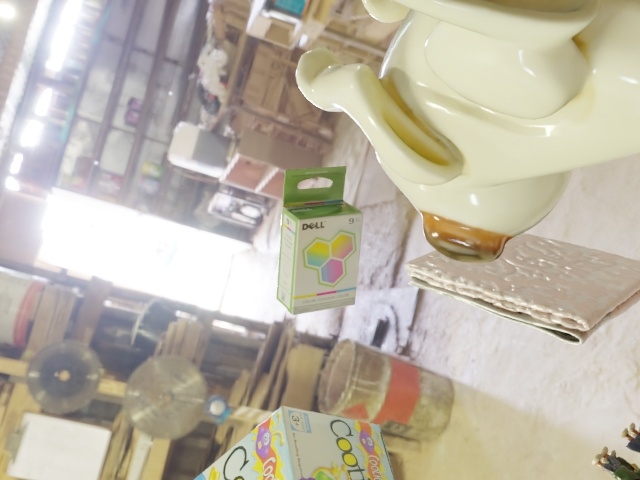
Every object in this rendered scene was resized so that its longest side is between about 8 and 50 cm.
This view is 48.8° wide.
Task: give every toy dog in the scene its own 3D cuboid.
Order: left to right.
[{"bbox_3d":[0.183,-0.153,0.653,0.408,0.396,0.284,108,180,-66],"label":"toy dog"}]

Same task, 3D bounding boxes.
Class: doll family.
[{"bbox_3d":[0.534,0.363,1.142,0.111,0.193,0.075,31,139,43],"label":"doll family"}]

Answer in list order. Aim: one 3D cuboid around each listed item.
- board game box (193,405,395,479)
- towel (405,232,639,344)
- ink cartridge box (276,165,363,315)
[{"bbox_3d":[-0.057,0.317,0.765,0.275,0.142,0.144,-45,42,29],"label":"board game box"},{"bbox_3d":[0.363,0.060,1.200,0.332,0.317,0.053,18,116,40],"label":"towel"},{"bbox_3d":[0.000,0.000,1.047,0.062,0.109,0.209,37,127,54],"label":"ink cartridge box"}]
